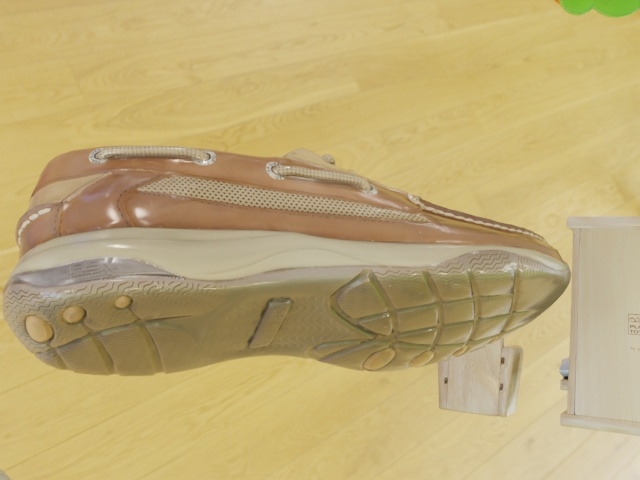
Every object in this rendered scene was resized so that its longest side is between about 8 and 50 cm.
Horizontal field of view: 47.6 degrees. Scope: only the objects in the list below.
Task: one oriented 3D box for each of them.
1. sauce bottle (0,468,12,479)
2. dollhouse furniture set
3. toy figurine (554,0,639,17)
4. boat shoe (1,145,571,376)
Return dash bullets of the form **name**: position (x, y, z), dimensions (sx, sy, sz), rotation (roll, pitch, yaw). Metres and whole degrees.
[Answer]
- **sauce bottle**: position (-0.260, 0.240, 0.309), dimensions (0.111, 0.111, 0.344), rotation (36, 88, -13)
- **dollhouse furniture set**: position (0.317, 0.090, 0.806), dimensions (0.303, 0.286, 0.198), rotation (12, 81, -62)
- **toy figurine**: position (0.452, -0.434, 1.244), dimensions (0.173, 0.159, 0.130), rotation (-24, 105, -3)
- **boat shoe**: position (0.000, 0.000, 0.408), dimensions (0.324, 0.123, 0.116), rotation (5, 53, -27)
